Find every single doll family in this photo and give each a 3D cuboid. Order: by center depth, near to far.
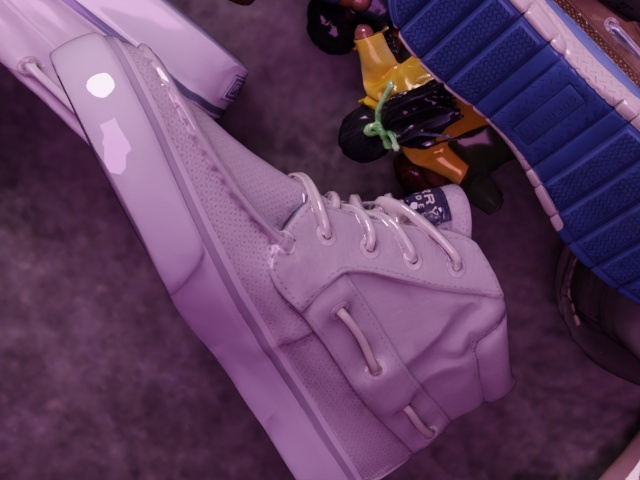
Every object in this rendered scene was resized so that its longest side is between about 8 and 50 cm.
[{"bbox_3d":[0.033,-0.092,0.475,0.111,0.076,0.193,-31,97,9],"label":"doll family"}]

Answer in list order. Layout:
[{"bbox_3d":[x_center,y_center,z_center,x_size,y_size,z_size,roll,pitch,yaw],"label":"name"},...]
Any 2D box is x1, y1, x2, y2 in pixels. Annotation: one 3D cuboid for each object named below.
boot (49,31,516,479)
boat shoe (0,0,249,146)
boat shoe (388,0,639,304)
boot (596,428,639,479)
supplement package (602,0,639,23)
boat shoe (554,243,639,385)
[{"bbox_3d":[0.000,0.000,0.457,0.123,0.095,0.258,-30,131,-3],"label":"boot"},{"bbox_3d":[-0.153,-0.116,0.446,0.258,0.095,0.084,37,97,-10],"label":"boat shoe"},{"bbox_3d":[0.109,-0.051,0.417,0.183,0.066,0.066,49,138,-8],"label":"boat shoe"},{"bbox_3d":[0.159,0.115,0.541,0.118,0.042,0.087,21,94,-8],"label":"boot"},{"bbox_3d":[0.249,-0.104,0.415,0.203,0.194,0.149,30,100,-9],"label":"supplement package"},{"bbox_3d":[0.273,0.059,0.501,0.335,0.095,0.112,12,101,-5],"label":"boat shoe"}]
